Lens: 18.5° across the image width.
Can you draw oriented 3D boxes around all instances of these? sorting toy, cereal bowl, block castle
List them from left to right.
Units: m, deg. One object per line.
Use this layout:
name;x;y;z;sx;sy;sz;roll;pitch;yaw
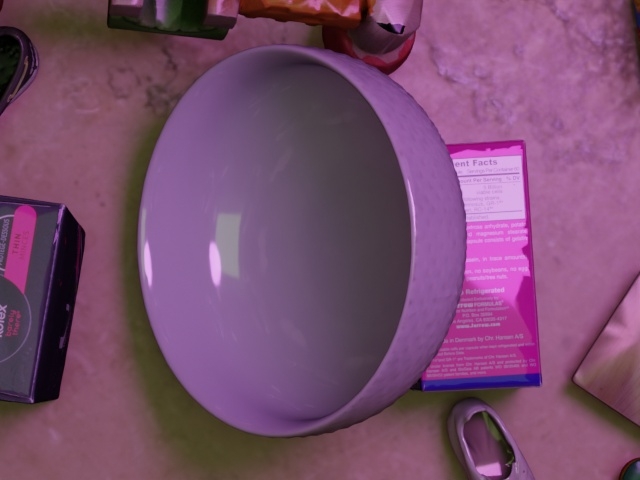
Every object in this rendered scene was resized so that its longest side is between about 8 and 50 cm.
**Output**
block castle;-0.125;-0.314;1.716;0.453;0.213;0.303;5;85;-8
cereal bowl;0.000;0.000;1.693;0.141;0.339;0.339;-1;85;-46
sorting toy;0.322;0.102;1.808;0.132;0.046;0.274;33;86;-1

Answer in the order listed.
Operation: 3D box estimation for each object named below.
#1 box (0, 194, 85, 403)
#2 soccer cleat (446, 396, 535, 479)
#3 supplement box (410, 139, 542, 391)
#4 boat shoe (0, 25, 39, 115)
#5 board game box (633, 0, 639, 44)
box;-0.286;0.048;1.660;0.143;0.270;0.165;8;86;-3
soccer cleat;0.171;0.233;1.775;0.068;0.076;0.196;-29;89;-5
supplement box;0.132;0.025;1.768;0.114;0.111;0.220;-2;86;-3
boat shoe;-0.344;-0.104;1.767;0.081;0.068;0.228;39;85;0
board game box;0.357;-0.277;1.772;0.142;0.144;0.275;-8;86;-4
